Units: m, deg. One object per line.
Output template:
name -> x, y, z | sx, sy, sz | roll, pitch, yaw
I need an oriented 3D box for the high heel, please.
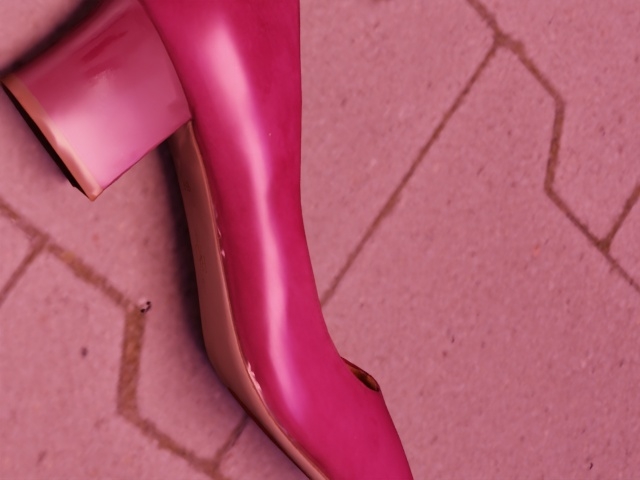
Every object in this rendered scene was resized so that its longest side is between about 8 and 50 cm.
high heel -> 0.000, 0.000, 0.884 | 0.181, 0.127, 0.377 | -39, 119, -9
